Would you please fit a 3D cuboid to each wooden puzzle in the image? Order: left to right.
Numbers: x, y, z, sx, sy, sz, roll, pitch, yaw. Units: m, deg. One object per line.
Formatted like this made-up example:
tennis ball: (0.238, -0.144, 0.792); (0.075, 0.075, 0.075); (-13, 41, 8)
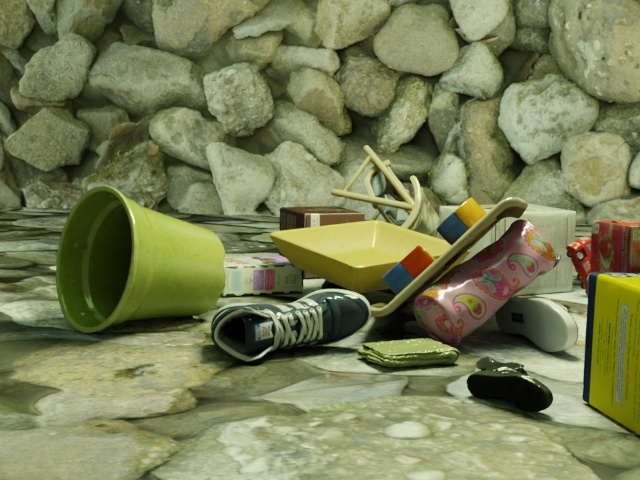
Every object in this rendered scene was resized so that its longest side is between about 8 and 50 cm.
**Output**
wooden puzzle: (0.235, 0.021, 1.836); (0.348, 0.080, 0.322); (-38, -8, 6)

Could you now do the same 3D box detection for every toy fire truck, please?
toy fire truck: (0.664, 0.063, 2.204); (0.135, 0.192, 0.047); (-30, 14, -12)

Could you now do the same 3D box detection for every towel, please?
towel: (0.147, 0.189, 1.586); (0.148, 0.027, 0.110); (-3, 7, -22)

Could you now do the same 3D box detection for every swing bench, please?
swing bench: (0.204, -0.087, 2.549); (0.255, 0.165, 0.253); (33, -8, 28)

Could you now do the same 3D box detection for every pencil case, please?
pencil case: (0.305, 0.078, 1.736); (0.284, 0.124, 0.124); (-34, 23, -25)

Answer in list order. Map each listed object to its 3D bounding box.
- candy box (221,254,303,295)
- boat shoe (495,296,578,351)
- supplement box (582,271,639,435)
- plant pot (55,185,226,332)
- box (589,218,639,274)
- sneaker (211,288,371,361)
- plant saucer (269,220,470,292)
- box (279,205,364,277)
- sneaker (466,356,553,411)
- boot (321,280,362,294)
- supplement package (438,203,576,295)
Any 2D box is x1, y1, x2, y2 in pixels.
candy box: (-0.159, 0.080, 2.224); (0.196, 0.070, 0.165); (-2, 8, -24)
boat shoe: (0.411, 0.140, 1.733); (0.084, 0.095, 0.258); (-6, 10, -16)
supplement box: (0.507, 0.159, 1.204); (0.194, 0.195, 0.356); (-1, 8, -12)
plant pot: (-0.334, 0.049, 1.844); (0.254, 0.276, 0.276); (9, -1, -44)
box: (0.494, 0.096, 1.443); (0.128, 0.257, 0.122); (-1, 6, -12)
sneaker: (-0.052, 0.145, 1.611); (0.282, 0.099, 0.153); (-6, 2, 1)
plant saucer: (0.105, 0.038, 2.113); (0.333, 0.081, 0.333); (-7, 16, -36)
box: (0.000, 0.000, 2.489); (0.167, 0.168, 0.203); (-1, 8, -22)
sneaker: (0.282, 0.205, 1.378); (0.089, 0.051, 0.170); (-12, 10, -41)
boot: (0.092, 0.086, 2.206); (0.190, 0.076, 0.208); (-12, 1, -1)
supplement package: (0.445, 0.018, 2.282); (0.263, 0.198, 0.199); (-3, 9, -24)
